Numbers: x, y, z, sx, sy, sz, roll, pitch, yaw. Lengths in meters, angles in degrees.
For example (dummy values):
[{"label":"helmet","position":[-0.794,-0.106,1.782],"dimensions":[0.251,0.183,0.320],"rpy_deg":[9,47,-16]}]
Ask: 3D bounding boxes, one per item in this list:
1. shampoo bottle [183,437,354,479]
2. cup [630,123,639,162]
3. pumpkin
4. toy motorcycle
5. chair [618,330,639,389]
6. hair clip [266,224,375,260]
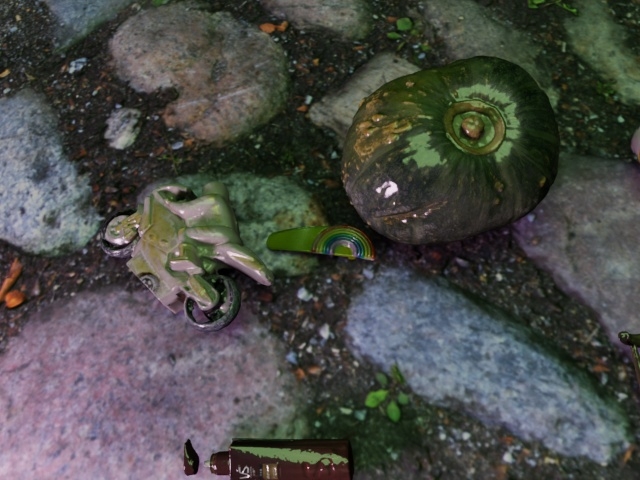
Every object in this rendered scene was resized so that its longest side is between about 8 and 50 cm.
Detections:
[{"label":"shampoo bottle","position":[-0.074,0.309,0.952],"dimensions":[0.237,0.067,0.068],"rpy_deg":[-4,68,6]},{"label":"cup","position":[0.607,-0.090,1.024],"dimensions":[0.197,0.196,0.279],"rpy_deg":[-21,51,-4]},{"label":"pumpkin","position":[0.192,-0.139,1.069],"dimensions":[0.328,0.257,0.291],"rpy_deg":[-7,71,-3]},{"label":"toy motorcycle","position":[-0.215,0.003,1.136],"dimensions":[0.223,0.107,0.341],"rpy_deg":[-46,56,-11]},{"label":"chair","position":[0.514,0.206,0.862],"dimensions":[0.188,0.166,0.272],"rpy_deg":[-9,58,4]},{"label":"hair clip","position":[0.000,0.000,1.147],"dimensions":[0.189,0.033,0.060],"rpy_deg":[2,59,10]}]
